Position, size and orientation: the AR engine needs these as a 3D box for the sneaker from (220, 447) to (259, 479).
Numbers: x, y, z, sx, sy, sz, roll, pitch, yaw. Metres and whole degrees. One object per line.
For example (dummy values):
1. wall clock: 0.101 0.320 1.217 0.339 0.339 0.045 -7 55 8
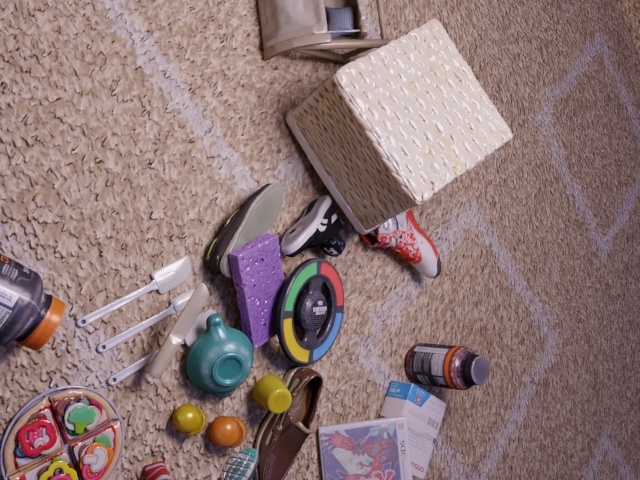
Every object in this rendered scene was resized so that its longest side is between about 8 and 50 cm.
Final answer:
1. sneaker: -0.162 0.491 1.251 0.076 0.065 0.166 50 60 -44

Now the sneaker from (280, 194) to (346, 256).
1. sneaker: 0.000 0.000 1.365 0.121 0.079 0.217 58 35 -18

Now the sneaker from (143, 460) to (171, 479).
1. sneaker: -0.312 0.450 1.142 0.118 0.067 0.042 -48 122 3

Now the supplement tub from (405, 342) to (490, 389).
1. supplement tub: 0.309 0.306 1.545 0.106 0.198 0.105 3 85 -40

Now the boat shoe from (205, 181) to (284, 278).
1. boat shoe: -0.152 -0.030 1.281 0.227 0.069 0.081 -60 140 -25

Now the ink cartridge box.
1. ink cartridge box: 0.208 0.451 1.526 0.140 0.082 0.190 36 67 -31

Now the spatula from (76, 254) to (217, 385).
1. spatula: -0.308 0.151 1.177 0.242 0.019 0.168 -31 106 -36

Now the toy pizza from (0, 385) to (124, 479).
1. toy pizza: -0.421 0.345 1.061 0.201 0.032 0.201 4 84 -38

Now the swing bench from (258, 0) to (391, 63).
1. swing bench: -0.002 -0.532 1.385 0.255 0.165 0.253 -10 93 -38

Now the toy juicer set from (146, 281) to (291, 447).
1. toy juicer set: -0.216 0.255 1.212 0.209 0.089 0.329 -41 116 -14

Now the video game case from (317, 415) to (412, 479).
1. video game case: 0.102 0.492 1.413 0.202 0.023 0.183 -5 90 -7

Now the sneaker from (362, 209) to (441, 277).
1. sneaker: 0.182 0.003 1.540 0.145 0.090 0.270 -36 105 -34

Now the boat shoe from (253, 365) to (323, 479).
1. boat shoe: -0.062 0.383 1.306 0.095 0.095 0.257 28 70 -34

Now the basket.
1. basket: 0.165 -0.246 1.371 0.328 0.266 0.331 -35 93 -26

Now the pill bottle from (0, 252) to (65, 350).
1. pill bottle: -0.511 0.075 0.949 0.246 0.131 0.130 37 65 -31

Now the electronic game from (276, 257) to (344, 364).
1. electronic game: -0.018 0.151 1.357 0.229 0.048 0.229 -11 104 -53

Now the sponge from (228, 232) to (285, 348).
1. sponge: -0.118 0.101 1.276 0.117 0.031 0.209 -32 124 -47
